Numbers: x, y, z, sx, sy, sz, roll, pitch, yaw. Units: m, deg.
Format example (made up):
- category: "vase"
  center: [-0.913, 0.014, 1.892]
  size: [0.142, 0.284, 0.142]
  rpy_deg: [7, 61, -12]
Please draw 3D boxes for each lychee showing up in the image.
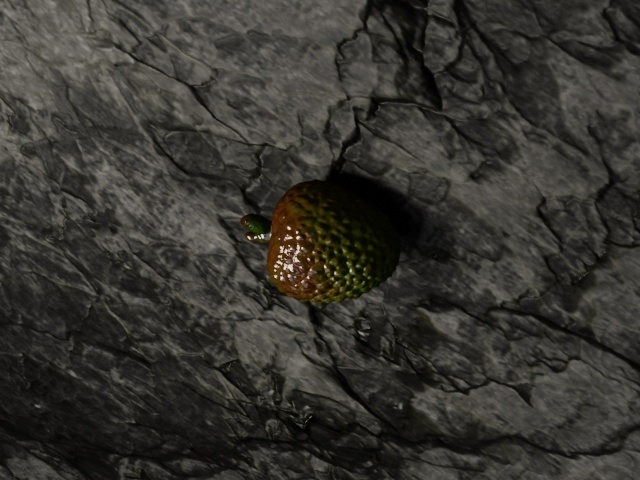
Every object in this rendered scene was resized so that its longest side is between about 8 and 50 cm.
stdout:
- category: "lychee"
  center: [0.000, 0.000, 1.729]
  size: [0.146, 0.114, 0.114]
  rpy_deg: [8, 147, 4]
